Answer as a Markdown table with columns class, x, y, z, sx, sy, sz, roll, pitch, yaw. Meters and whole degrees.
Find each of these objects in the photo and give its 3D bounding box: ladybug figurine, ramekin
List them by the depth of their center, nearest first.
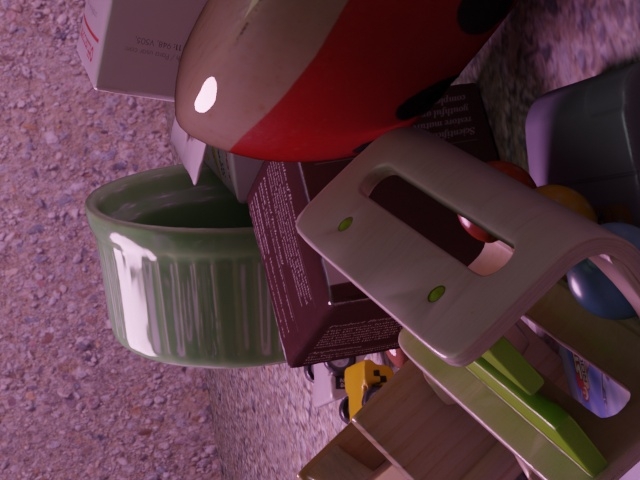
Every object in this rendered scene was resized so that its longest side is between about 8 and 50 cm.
| class | x | y | z | sx | sy | sz | roll | pitch | yaw |
| --- | --- | --- | --- | --- | --- | --- | --- | --- | --- |
| ladybug figurine | 0.039 | -0.181 | 1.089 | 0.162 | 0.305 | 0.449 | 35 | 162 | -4 |
| ramekin | -0.084 | 0.020 | 1.663 | 0.303 | 0.303 | 0.148 | -133 | 39 | -70 |

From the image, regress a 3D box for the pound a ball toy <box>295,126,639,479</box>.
| class | x | y | z | sx | sy | sz | roll | pitch | yaw |
| --- | --- | --- | --- | --- | --- | --- | --- | --- | --- |
| pound a ball toy | 0.123 | 0.043 | 0.987 | 0.208 | 0.136 | 0.319 | 48 | 177 | -23 |

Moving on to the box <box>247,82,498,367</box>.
| class | x | y | z | sx | sy | sz | roll | pitch | yaw |
| --- | --- | --- | --- | --- | --- | --- | --- | --- | --- |
| box | 0.049 | -0.008 | 1.363 | 0.203 | 0.168 | 0.167 | 122 | 137 | -67 |

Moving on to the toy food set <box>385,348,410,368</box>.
| class | x | y | z | sx | sy | sz | roll | pitch | yaw |
| --- | --- | --- | --- | --- | --- | --- | --- | --- | --- |
| toy food set | 0.084 | 0.072 | 1.552 | 0.218 | 0.071 | 0.128 | 175 | 83 | -79 |

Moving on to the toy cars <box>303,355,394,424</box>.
| class | x | y | z | sx | sy | sz | roll | pitch | yaw |
| --- | --- | --- | --- | --- | --- | --- | --- | --- | --- |
| toy cars | 0.054 | 0.157 | 1.782 | 0.393 | 0.087 | 0.176 | -109 | 25 | -50 |

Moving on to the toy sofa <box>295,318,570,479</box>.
| class | x | y | z | sx | sy | sz | roll | pitch | yaw |
| --- | --- | --- | --- | --- | --- | --- | --- | --- | --- |
| toy sofa | 0.110 | 0.183 | 1.327 | 0.177 | 0.150 | 0.362 | 45 | 163 | 6 |

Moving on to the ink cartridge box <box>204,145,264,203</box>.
| class | x | y | z | sx | sy | sz | roll | pitch | yaw |
| --- | --- | --- | --- | --- | --- | --- | --- | --- | --- |
| ink cartridge box | -0.037 | -0.154 | 1.669 | 0.232 | 0.168 | 0.171 | -135 | 36 | -69 |

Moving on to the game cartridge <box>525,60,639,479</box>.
| class | x | y | z | sx | sy | sz | roll | pitch | yaw |
| --- | --- | --- | --- | --- | --- | --- | --- | --- | --- |
| game cartridge | 0.197 | 0.044 | 1.007 | 0.198 | 0.062 | 0.297 | 171 | 87 | -75 |

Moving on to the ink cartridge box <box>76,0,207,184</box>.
| class | x | y | z | sx | sy | sz | roll | pitch | yaw |
| --- | --- | --- | --- | --- | --- | --- | --- | --- | --- |
| ink cartridge box | -0.146 | -0.249 | 1.503 | 0.207 | 0.119 | 0.353 | -128 | 48 | -70 |
